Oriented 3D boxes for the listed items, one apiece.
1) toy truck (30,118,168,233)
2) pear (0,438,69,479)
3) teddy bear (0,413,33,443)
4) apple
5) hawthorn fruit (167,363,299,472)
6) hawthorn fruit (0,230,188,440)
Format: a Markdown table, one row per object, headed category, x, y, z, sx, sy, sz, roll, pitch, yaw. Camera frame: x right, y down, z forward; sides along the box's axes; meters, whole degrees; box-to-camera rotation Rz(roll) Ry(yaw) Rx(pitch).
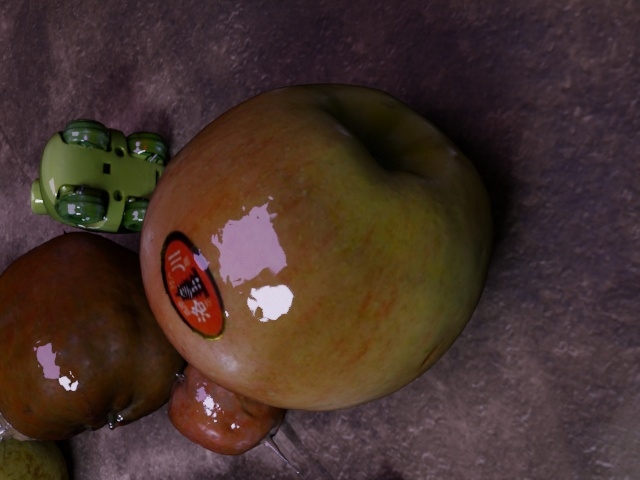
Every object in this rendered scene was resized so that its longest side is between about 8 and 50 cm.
| category | x | y | z | sx | sy | sz | roll | pitch | yaw |
| --- | --- | --- | --- | --- | --- | --- | --- | --- | --- |
| toy truck | -0.309 | -0.074 | 1.256 | 0.210 | 0.187 | 0.148 | 147 | 124 | -62 |
| pear | -0.550 | 0.410 | 1.429 | 0.284 | 0.283 | 0.283 | 4 | 96 | 40 |
| teddy bear | -0.456 | 0.196 | 1.388 | 0.267 | 0.156 | 0.256 | -25 | 51 | 1 |
| apple | 0.000 | 0.000 | 0.890 | 0.305 | 0.338 | 0.338 | -43 | 67 | 34 |
| hawthorn fruit | -0.112 | 0.216 | 1.144 | 0.149 | 0.149 | 0.189 | -25 | 107 | 39 |
| hawthorn fruit | -0.330 | 0.117 | 1.218 | 0.268 | 0.268 | 0.301 | -33 | 70 | 37 |
